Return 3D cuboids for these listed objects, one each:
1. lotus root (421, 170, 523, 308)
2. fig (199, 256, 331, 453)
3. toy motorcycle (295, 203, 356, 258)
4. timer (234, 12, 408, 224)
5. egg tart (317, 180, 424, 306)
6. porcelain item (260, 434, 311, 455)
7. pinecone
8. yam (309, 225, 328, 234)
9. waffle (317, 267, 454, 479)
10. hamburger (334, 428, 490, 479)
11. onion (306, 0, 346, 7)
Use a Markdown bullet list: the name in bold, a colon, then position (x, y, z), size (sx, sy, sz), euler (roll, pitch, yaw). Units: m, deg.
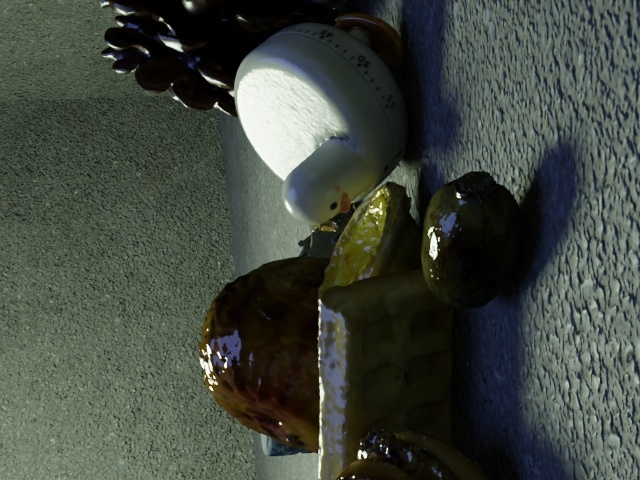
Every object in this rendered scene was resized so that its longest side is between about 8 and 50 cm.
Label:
- **lotus root**: position (0.134, 0.007, 0.963), size (0.179, 0.089, 0.080), euler (91, -158, -53)
- **fig**: position (-0.003, 0.092, 1.453), size (0.286, 0.286, 0.368), euler (105, -177, -62)
- **toy motorcycle**: position (0.000, 0.000, 1.623), size (0.094, 0.130, 0.229), euler (104, 161, -55)
- **timer**: position (-0.012, -0.142, 1.326), size (0.233, 0.240, 0.233), euler (31, 145, 25)
- **egg tart**: position (0.064, 0.024, 1.274), size (0.191, 0.074, 0.191), euler (-53, 15, 21)
- **porcelain item**: position (-0.060, 0.354, 2.139), size (0.147, 0.114, 0.147), euler (179, 90, -80)
- **pinecone**: position (-0.135, -0.355, 1.581), size (0.398, 0.398, 0.397), euler (177, 90, -80)
- **yam**: position (0.004, -0.077, 1.767), size (0.068, 0.068, 0.169), euler (101, 161, -56)
- **waffle**: position (0.072, 0.174, 1.161), size (0.057, 0.168, 0.274), euler (14, 108, 48)
- **hamburger**: position (0.094, 0.268, 1.050), size (0.182, 0.118, 0.191), euler (-29, 95, 48)
- **onion**: position (0.033, -0.407, 1.403), size (0.098, 0.151, 0.205), euler (-33, -40, -63)
